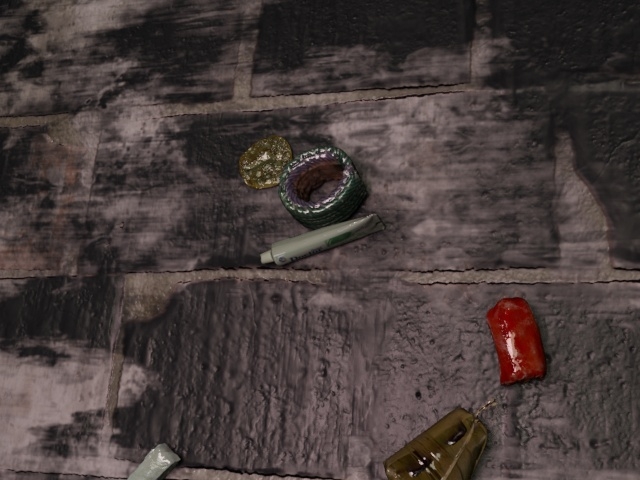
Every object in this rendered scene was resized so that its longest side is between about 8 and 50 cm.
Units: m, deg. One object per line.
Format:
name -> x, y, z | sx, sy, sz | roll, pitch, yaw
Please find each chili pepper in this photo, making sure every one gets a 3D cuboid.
chili pepper -> 0.284, 0.146, 0.999 | 0.073, 0.070, 0.123 | -21, 69, 27

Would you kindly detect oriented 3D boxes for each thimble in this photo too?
thimble -> 0.002, -0.087, 1.145 | 0.135, 0.090, 0.119 | -34, 67, 2

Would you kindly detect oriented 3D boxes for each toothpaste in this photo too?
toothpaste -> 0.000, 0.000, 1.138 | 0.218, 0.064, 0.041 | -17, 64, 14

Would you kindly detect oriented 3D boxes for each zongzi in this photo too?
zongzi -> 0.206, 0.340, 0.968 | 0.189, 0.081, 0.178 | -33, 87, -11

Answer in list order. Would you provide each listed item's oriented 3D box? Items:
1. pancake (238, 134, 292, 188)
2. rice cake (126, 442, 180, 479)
pancake -> -0.098, -0.141, 1.232 | 0.107, 0.017, 0.108 | -7, 68, 17
rice cake -> -0.319, 0.429, 1.094 | 0.045, 0.042, 0.245 | 40, 88, 12
